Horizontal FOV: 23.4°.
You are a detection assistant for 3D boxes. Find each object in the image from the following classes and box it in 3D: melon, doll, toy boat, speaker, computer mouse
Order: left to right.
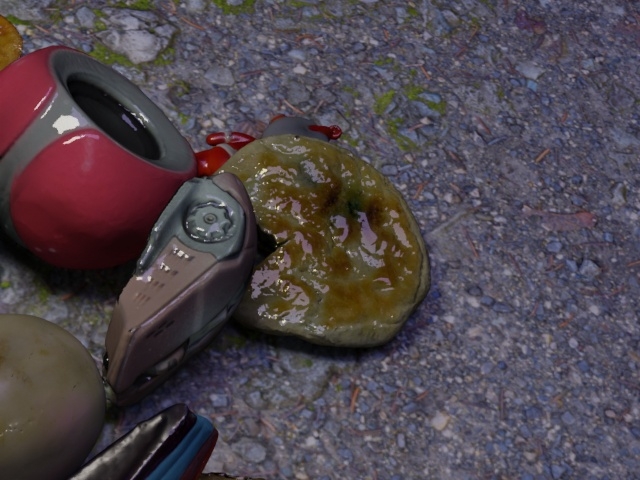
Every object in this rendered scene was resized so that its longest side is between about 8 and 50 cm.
[{"bbox_3d":[-0.383,0.200,1.655,0.317,0.223,0.223,-21,58,-33],"label":"melon"},{"bbox_3d":[-0.259,0.307,1.624,0.136,0.079,0.392,31,62,35],"label":"toy boat"},{"bbox_3d":[-0.294,-0.097,1.936,0.294,0.294,0.294,10,45,-11],"label":"speaker"},{"bbox_3d":[-0.167,0.078,1.862,0.115,0.199,0.389,20,58,13],"label":"computer mouse"},{"bbox_3d":[-0.073,-0.117,2.174,0.245,0.076,0.142,-22,61,-30],"label":"doll"}]

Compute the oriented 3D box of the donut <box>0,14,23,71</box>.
[{"bbox_3d":[-0.494,-0.260,2.164,0.152,0.058,0.152,10,49,-12],"label":"donut"}]

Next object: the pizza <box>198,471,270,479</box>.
[{"bbox_3d":[-0.094,0.357,1.703,0.323,0.089,0.223,9,40,-9],"label":"pizza"}]

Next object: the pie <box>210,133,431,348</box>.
[{"bbox_3d":[0.000,0.000,2.057,0.337,0.075,0.337,8,58,-13],"label":"pie"}]
